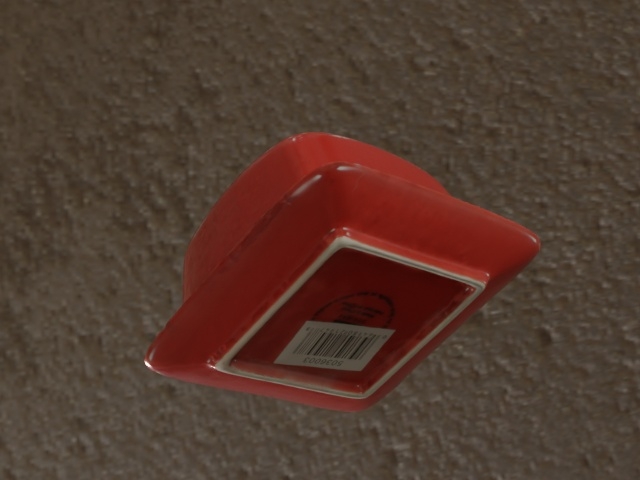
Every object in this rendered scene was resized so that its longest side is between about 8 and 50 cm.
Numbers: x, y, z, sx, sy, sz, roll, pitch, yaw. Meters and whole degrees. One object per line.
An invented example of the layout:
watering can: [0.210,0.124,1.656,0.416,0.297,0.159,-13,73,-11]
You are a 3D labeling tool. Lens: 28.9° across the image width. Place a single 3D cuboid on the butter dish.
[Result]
butter dish: [0.000,0.000,0.641,0.160,0.160,0.118,-47,46,28]
